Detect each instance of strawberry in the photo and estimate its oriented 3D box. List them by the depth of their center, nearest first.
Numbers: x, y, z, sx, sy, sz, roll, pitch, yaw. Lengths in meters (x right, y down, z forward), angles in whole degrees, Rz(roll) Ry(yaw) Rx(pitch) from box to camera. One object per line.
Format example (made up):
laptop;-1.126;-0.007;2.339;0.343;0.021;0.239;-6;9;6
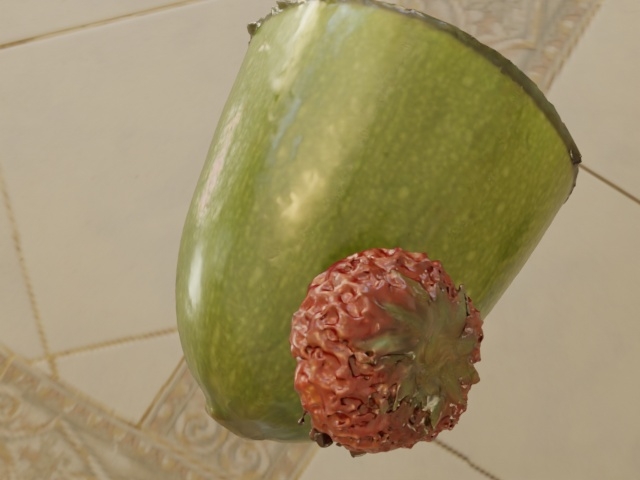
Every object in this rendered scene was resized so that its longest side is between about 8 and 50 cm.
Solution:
strawberry;0.048;0.075;0.902;0.145;0.086;0.145;-2;93;-44

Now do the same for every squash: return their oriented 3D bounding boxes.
squash;0.013;0.013;1.091;0.310;0.310;0.309;29;68;-5
